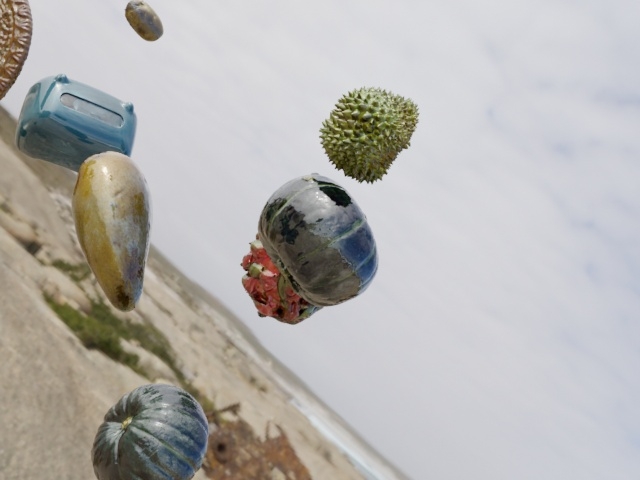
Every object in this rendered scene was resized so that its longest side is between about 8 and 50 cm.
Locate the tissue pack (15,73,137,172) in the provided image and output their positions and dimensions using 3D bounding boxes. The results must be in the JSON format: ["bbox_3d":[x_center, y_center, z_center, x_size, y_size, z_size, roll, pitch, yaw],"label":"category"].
[{"bbox_3d":[-0.611,-0.289,2.007,0.287,0.198,0.206,22,-38,-26],"label":"tissue pack"}]

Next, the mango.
[{"bbox_3d":[-0.396,-0.020,1.514,0.193,0.146,0.316,67,16,-77],"label":"mango"}]

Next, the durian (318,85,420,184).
[{"bbox_3d":[0.100,-0.245,1.788,0.176,0.200,0.237,25,-40,-23],"label":"durian"}]

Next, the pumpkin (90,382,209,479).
[{"bbox_3d":[-0.306,0.366,1.423,0.220,0.220,0.162,29,-22,52],"label":"pumpkin"}]

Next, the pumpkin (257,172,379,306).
[{"bbox_3d":[0.000,0.000,1.850,0.323,0.241,0.323,56,-12,18],"label":"pumpkin"}]

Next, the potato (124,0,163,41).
[{"bbox_3d":[-0.310,-0.388,1.391,0.083,0.051,0.040,47,-8,-37],"label":"potato"}]

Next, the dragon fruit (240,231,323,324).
[{"bbox_3d":[-0.092,0.093,2.125,0.231,0.237,0.302,111,-33,-50],"label":"dragon fruit"}]

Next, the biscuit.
[{"bbox_3d":[-0.684,-0.381,1.539,0.305,0.305,0.038,36,6,27],"label":"biscuit"}]
